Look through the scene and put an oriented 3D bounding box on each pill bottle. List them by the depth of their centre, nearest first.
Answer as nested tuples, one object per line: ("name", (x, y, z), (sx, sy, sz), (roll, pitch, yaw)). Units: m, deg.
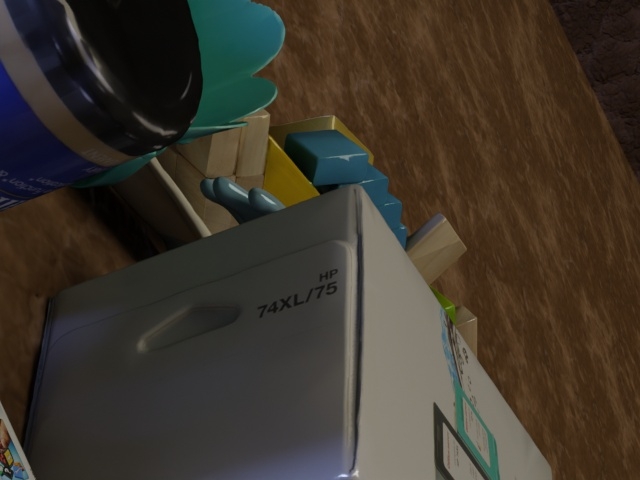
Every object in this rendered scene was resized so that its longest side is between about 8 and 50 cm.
("pill bottle", (-0.166, -0.058, 0.613), (0.123, 0.219, 0.123), (53, 25, -39))

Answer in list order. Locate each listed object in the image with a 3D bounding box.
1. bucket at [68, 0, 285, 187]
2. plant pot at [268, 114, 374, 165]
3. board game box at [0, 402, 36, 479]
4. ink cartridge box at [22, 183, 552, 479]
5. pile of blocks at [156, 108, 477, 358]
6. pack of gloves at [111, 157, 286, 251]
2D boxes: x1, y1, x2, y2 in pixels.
("bucket", (-0.156, -0.152, 0.794), (0.281, 0.183, 0.281), (54, 25, -41))
("plant pot", (-0.010, -0.037, 1.248), (0.081, 0.081, 0.083), (40, 46, -56))
("board game box", (-0.197, 0.111, 0.578), (0.193, 0.053, 0.305), (63, 18, 10))
("ink cartridge box", (-0.007, 0.148, 0.885), (0.270, 0.198, 0.197), (54, 26, -38))
("pile of blocks", (0.000, 0.000, 1.141), (0.112, 0.149, 0.362), (41, -12, 47))
("pack of gloves", (-0.044, 0.039, 0.986), (0.046, 0.195, 0.232), (-53, 131, -22))
